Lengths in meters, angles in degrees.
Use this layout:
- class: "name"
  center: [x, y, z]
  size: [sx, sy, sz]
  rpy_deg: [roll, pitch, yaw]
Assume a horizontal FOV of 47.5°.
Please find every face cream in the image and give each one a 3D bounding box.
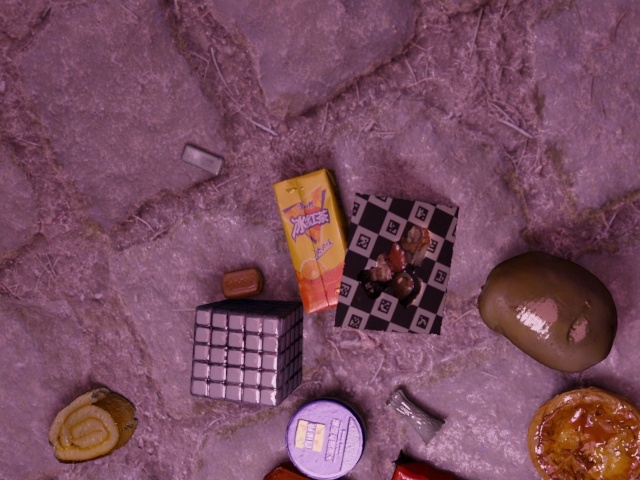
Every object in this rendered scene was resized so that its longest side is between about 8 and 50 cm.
- class: "face cream"
  center: [0.017, 0.513, 1.899]
  size: [0.206, 0.111, 0.205]
  rpy_deg: [-1, 83, 8]

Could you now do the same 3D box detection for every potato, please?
- class: "potato"
  center: [0.543, 0.160, 1.713]
  size: [0.326, 0.221, 0.243]
  rpy_deg: [36, 102, 14]

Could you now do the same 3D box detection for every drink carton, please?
- class: "drink carton"
  center: [0.000, 0.000, 1.894]
  size: [0.155, 0.111, 0.351]
  rpy_deg: [-15, 87, 13]

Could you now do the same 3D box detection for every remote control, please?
- class: "remote control"
  center: [-0.325, -0.223, 2.007]
  size: [0.124, 0.018, 0.053]
  rpy_deg: [23, 98, 12]

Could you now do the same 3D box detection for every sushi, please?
- class: "sushi"
  center: [0.178, 0.061, 1.828]
  size: [0.320, 0.069, 0.339]
  rpy_deg: [6, 95, -27]

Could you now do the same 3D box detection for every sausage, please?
- class: "sausage"
  center: [-0.030, 0.679, 1.903]
  size: [0.268, 0.153, 0.141]
  rpy_deg: [14, 90, 11]

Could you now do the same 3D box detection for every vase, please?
- class: "vase"
  center: [0.239, 0.448, 1.873]
  size: [0.149, 0.081, 0.081]
  rpy_deg: [39, 100, 13]

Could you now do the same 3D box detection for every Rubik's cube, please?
- class: "Rubik's cube"
  center: [-0.181, 0.280, 1.881]
  size: [0.237, 0.237, 0.238]
  rpy_deg: [3, 93, 14]

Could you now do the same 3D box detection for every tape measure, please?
- class: "tape measure"
  center: [0.272, 0.697, 1.855]
  size: [0.253, 0.114, 0.260]
  rpy_deg: [19, 100, 12]

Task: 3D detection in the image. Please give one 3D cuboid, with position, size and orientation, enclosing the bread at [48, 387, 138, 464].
- class: "bread"
  center: [-0.654, 0.533, 2.066]
  size: [0.257, 0.124, 0.185]
  rpy_deg: [-30, 79, 14]

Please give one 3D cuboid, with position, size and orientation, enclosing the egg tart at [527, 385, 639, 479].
- class: "egg tart"
  center: [0.650, 0.485, 1.757]
  size: [0.290, 0.115, 0.290]
  rpy_deg: [0, 91, 12]

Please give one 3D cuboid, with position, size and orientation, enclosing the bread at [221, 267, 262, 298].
- class: "bread"
  center: [-0.209, 0.119, 1.973]
  size: [0.115, 0.056, 0.082]
  rpy_deg: [-16, 67, 11]
